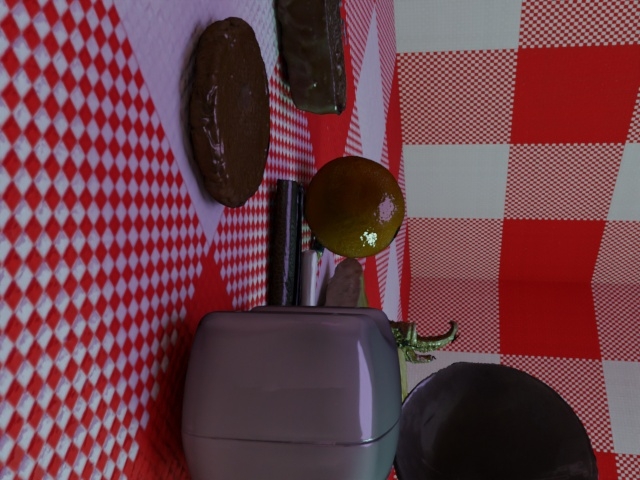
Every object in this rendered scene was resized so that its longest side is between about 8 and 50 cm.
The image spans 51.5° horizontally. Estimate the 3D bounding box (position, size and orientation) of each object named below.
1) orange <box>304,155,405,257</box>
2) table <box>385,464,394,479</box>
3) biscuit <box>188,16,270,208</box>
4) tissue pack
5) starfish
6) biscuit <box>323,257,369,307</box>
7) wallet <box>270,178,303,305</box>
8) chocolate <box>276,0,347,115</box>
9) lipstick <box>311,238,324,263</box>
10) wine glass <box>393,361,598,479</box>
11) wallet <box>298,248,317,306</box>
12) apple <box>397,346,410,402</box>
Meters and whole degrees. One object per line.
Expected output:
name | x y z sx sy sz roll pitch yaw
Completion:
orange | 0.064 -0.060 1.249 0.206 0.205 0.206 1 90 -78
table | 0.060 0.391 1.157 0.227 0.167 0.167 -60 157 -21
biscuit | -0.106 -0.151 0.792 0.226 0.042 0.226 3 90 -77
tissue pack | -0.020 0.196 0.776 0.333 0.229 0.236 19 70 -80
starfish | 0.230 0.262 1.830 0.312 0.302 0.113 85 12 -64
biscuit | 0.045 0.330 1.401 0.429 0.103 0.447 -66 155 -59
wallet | -0.050 0.025 1.077 0.133 0.038 0.244 0 94 -82
chocolate | -0.011 -0.314 1.098 0.148 0.093 0.214 -59 148 -64
lipstick | 0.000 0.000 1.329 0.037 0.037 0.116 77 23 -48
wine glass | 0.213 0.393 1.005 0.406 0.266 0.267 95 5 -50
wallet | -0.026 0.111 1.170 0.095 0.033 0.190 165 -73 -85
apple | 0.144 0.432 1.734 0.251 0.163 0.293 -44 121 -62
